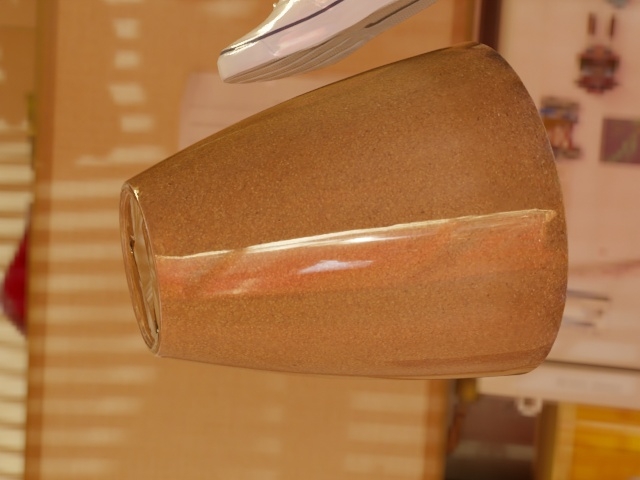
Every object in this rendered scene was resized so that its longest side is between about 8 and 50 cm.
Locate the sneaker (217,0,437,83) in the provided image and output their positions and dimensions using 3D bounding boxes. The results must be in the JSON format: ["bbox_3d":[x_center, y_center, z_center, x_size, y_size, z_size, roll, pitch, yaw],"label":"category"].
[{"bbox_3d":[0.003,-0.220,1.310,0.258,0.091,0.094,-22,168,35],"label":"sneaker"}]

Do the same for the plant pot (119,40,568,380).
[{"bbox_3d":[0.000,0.000,0.970,0.254,0.237,0.237,-11,-169,-17],"label":"plant pot"}]
